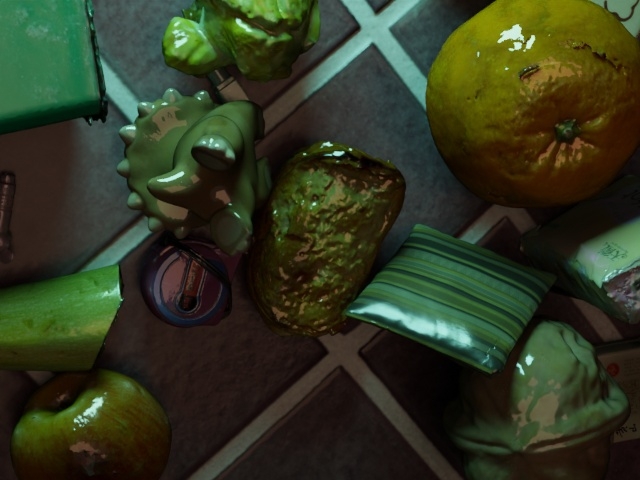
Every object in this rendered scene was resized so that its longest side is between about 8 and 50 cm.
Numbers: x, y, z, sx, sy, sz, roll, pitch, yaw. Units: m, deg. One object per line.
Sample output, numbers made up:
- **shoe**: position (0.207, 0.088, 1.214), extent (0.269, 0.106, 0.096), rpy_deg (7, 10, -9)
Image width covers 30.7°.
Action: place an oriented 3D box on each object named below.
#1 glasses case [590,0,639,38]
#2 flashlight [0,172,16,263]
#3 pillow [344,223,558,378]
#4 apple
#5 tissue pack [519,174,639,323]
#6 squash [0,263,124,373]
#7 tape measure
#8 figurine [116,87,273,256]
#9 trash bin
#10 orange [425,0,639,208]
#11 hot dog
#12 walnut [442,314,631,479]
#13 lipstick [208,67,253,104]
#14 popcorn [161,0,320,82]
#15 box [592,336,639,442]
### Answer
- **glasses case**: position (0.285, -0.377, 1.529), extent (0.336, 0.076, 0.144), rpy_deg (22, 92, -17)
- **flashlight**: position (-0.392, -0.029, 1.433), extent (0.052, 0.031, 0.110), rpy_deg (11, 92, 9)
- **pillow**: position (0.170, 0.071, 1.483), extent (0.212, 0.208, 0.052), rpy_deg (-49, 152, -42)
- **apple**: position (-0.284, 0.258, 1.454), extent (0.195, 0.160, 0.173), rpy_deg (-26, 126, -3)
- **tissue pack**: position (0.413, 0.012, 1.532), extent (0.215, 0.257, 0.123), rpy_deg (-31, 108, -8)
- **squash**: position (-0.375, 0.118, 1.415), extent (0.288, 0.137, 0.137), rpy_deg (-11, 101, -9)
- **tape measure**: position (-0.165, 0.053, 1.483), extent (0.125, 0.074, 0.118), rpy_deg (16, 92, -21)
- **figurine**: position (-0.157, -0.085, 1.375), extent (0.173, 0.247, 0.177), rpy_deg (-5, 121, 8)
- **trash bin**: position (-0.441, -0.205, 1.268), extent (0.381, 0.295, 0.259), rpy_deg (-12, 102, -19)
- **orange**: position (0.275, -0.175, 1.470), extent (0.284, 0.226, 0.284), rpy_deg (-3, 122, -5)
- **hot dog**: position (0.000, -0.003, 1.499), extent (0.175, 0.114, 0.259), rpy_deg (18, 104, -22)
- **walnut**: position (0.280, 0.227, 1.530), extent (0.227, 0.273, 0.273), rpy_deg (20, 93, 7)
- **lipstick**: position (-0.126, -0.204, 1.473), extent (0.030, 0.030, 0.129), rpy_deg (-38, 106, -6)
- **popcorn**: position (-0.098, -0.273, 1.393), extent (0.212, 0.198, 0.198), rpy_deg (-31, 105, -1)
- **box**: position (0.475, 0.209, 1.683), extent (0.201, 0.058, 0.141), rpy_deg (-9, 101, -14)
